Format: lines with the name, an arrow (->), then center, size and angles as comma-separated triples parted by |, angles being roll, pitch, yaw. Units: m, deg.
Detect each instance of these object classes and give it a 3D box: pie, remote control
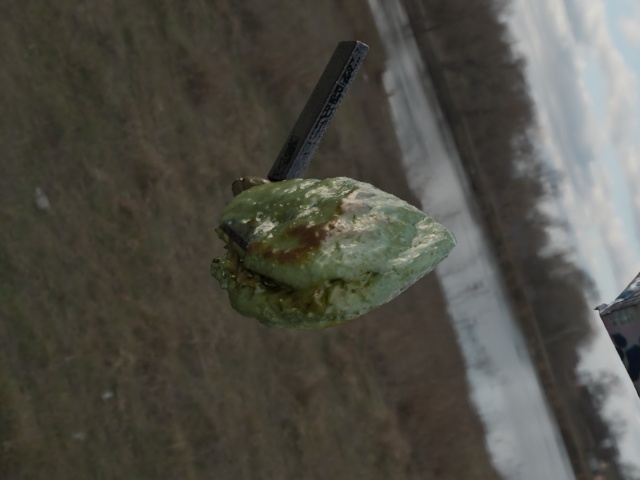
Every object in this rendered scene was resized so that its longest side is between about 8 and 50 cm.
pie -> 0.000, 0.000, 1.018 | 0.248, 0.201, 0.090 | 26, -45, 54
remote control -> -0.005, -0.187, 1.644 | 0.025, 0.063, 0.245 | 37, 73, -36

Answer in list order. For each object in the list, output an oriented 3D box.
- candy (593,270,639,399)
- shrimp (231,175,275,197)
candy -> 0.266, 0.045, 0.787 | 0.160, 0.073, 0.092 | -36, 98, -43
shrimp -> -0.067, -0.022, 1.716 | 0.061, 0.145, 0.267 | -62, 163, -15
